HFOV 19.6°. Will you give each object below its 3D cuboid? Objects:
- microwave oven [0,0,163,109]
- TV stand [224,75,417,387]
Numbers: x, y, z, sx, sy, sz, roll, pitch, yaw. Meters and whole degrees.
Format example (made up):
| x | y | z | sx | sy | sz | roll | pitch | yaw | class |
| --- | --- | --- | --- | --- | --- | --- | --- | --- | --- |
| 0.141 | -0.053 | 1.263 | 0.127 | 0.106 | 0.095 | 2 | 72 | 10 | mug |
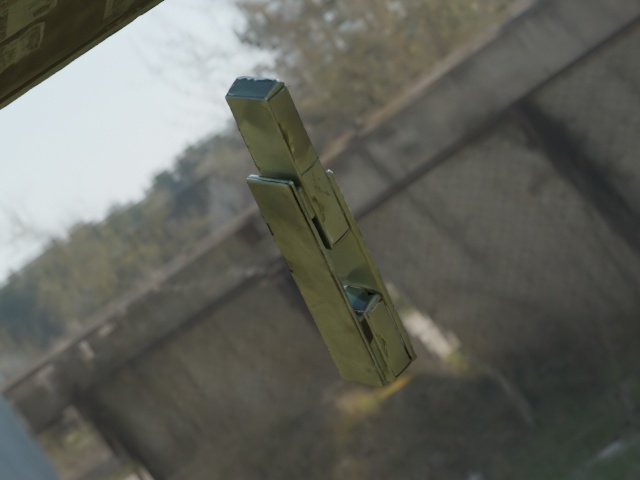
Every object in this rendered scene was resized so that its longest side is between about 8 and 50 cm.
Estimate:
| x | y | z | sx | sy | sz | roll | pitch | yaw | class |
| --- | --- | --- | --- | --- | --- | --- | --- | --- | --- |
| -0.187 | -0.179 | 0.785 | 0.295 | 0.237 | 0.181 | -40 | -20 | -35 | microwave oven |
| 0.000 | 0.000 | 1.185 | 0.036 | 0.249 | 0.042 | 11 | 49 | 39 | TV stand |
